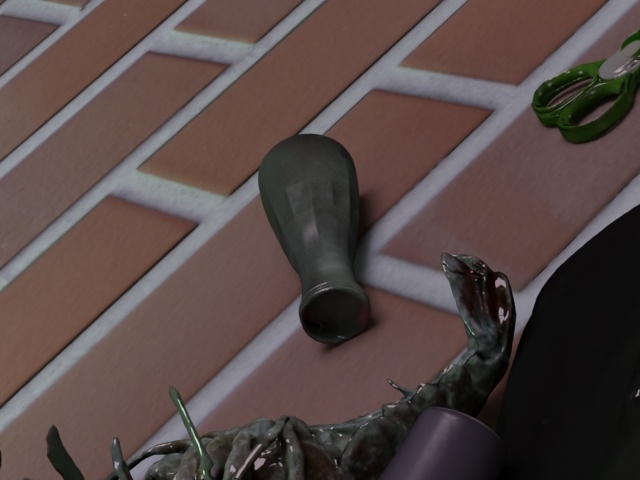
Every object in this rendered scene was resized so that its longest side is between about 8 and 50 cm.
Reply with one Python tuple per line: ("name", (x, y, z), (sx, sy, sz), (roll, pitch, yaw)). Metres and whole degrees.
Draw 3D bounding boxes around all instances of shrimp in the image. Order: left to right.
("shrimp", (-0.038, 0.154, 1.285), (0.411, 0.166, 0.221), (-24, -6, -2))

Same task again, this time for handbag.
("handbag", (0.180, 0.105, 1.182), (0.191, 0.075, 0.332), (-39, 22, 37))

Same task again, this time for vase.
("vase", (0.000, 0.000, 1.560), (0.086, 0.086, 0.214), (-27, 33, 10))

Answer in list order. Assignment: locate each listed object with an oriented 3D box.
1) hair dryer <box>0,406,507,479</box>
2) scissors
("hair dryer", (-0.085, 0.180, 1.115), (0.301, 0.361, 0.121), (-60, -5, -27))
("scissors", (0.272, -0.158, 1.580), (0.204, 0.027, 0.101), (-38, 31, -4))
